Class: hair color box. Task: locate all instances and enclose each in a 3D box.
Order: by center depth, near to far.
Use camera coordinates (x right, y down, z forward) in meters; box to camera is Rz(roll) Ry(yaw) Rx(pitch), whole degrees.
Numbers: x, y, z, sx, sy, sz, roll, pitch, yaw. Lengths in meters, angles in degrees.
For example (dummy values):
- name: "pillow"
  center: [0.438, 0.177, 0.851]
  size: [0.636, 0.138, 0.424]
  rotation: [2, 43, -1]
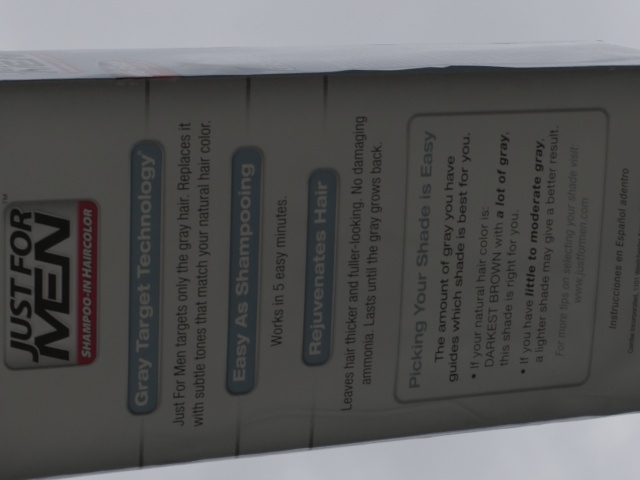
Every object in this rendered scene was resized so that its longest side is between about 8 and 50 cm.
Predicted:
- name: "hair color box"
  center: [0.000, 0.000, 0.893]
  size: [0.374, 0.113, 0.185]
  rotation: [-4, -76, -24]
